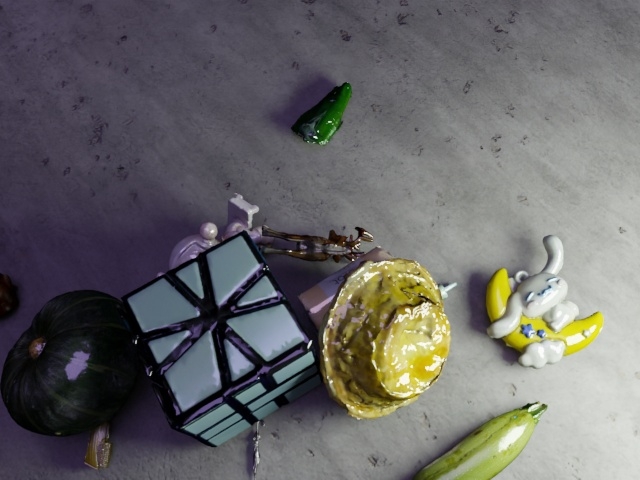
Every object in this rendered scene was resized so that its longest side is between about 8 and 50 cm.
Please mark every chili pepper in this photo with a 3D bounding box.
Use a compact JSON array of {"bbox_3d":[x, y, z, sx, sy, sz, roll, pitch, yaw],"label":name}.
[{"bbox_3d":[0.008,-0.331,1.522,0.108,0.062,0.216,31,69,15],"label":"chili pepper"}]

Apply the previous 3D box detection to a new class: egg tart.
[{"bbox_3d":[0.145,0.199,1.145,0.341,0.341,0.129,-45,30,-16],"label":"egg tart"}]

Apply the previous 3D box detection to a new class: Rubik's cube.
[{"bbox_3d":[-0.184,0.204,1.167,0.293,0.283,0.288,-29,67,-6],"label":"Rubik's cube"}]

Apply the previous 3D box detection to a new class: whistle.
[{"bbox_3d":[0.261,0.120,1.319,0.100,0.035,0.035,-26,67,-10],"label":"whistle"}]

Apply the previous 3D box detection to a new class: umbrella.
[{"bbox_3d":[-0.133,0.430,1.210,0.022,0.013,0.122,13,64,-15],"label":"umbrella"}]

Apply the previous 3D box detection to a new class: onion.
[{"bbox_3d":[-0.750,0.119,1.331,0.117,0.118,0.118,36,72,21],"label":"onion"}]

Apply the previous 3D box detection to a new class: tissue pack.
[{"bbox_3d":[0.084,0.140,1.244,0.222,0.186,0.090,-29,30,-9],"label":"tissue pack"}]

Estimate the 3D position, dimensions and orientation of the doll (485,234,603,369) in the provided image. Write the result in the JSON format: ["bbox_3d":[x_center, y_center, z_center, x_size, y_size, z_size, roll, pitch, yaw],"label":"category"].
[{"bbox_3d":[0.470,0.140,1.259,0.252,0.111,0.237,-33,67,-2],"label":"doll"}]

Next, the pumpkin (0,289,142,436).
[{"bbox_3d":[-0.494,0.247,1.187,0.300,0.207,0.300,-16,57,27],"label":"pumpkin"}]

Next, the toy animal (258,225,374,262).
[{"bbox_3d":[-0.003,0.019,1.268,0.260,0.243,0.087,7,102,-7],"label":"toy animal"}]

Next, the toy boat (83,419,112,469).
[{"bbox_3d":[-0.450,0.397,1.223,0.049,0.047,0.149,9,68,-8],"label":"toy boat"}]

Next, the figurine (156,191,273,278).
[{"bbox_3d":[-0.238,0.021,1.298,0.144,0.182,0.256,48,55,7],"label":"figurine"}]

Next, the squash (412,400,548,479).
[{"bbox_3d":[0.322,0.416,1.153,0.341,0.094,0.094,-30,68,-11],"label":"squash"}]
